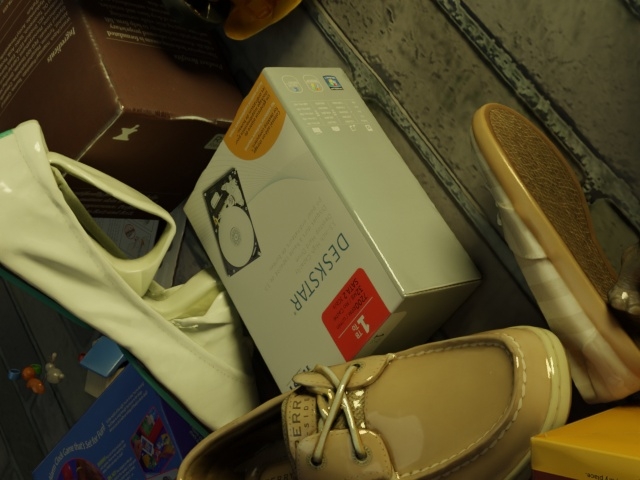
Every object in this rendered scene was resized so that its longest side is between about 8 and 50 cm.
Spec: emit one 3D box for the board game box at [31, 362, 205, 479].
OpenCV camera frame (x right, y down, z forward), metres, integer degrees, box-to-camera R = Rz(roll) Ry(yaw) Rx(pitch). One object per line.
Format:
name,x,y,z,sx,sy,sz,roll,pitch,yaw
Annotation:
board game box,-0.196,0.292,1.107,0.347,0.078,0.233,-45,63,43

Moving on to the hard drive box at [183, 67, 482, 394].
hard drive box,0.000,0.000,0.830,0.232,0.089,0.181,58,134,25

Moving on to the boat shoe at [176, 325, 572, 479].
boat shoe,0.022,0.146,0.706,0.341,0.110,0.121,-35,42,39

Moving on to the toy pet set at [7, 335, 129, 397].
toy pet set,-0.274,0.136,1.150,0.114,0.122,0.065,20,106,29

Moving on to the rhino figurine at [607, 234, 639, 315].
rhino figurine,0.275,0.028,0.530,0.243,0.073,0.106,28,119,42

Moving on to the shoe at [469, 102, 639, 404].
shoe,0.152,0.007,0.665,0.058,0.076,0.219,-42,67,38

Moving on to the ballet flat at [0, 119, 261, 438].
ballet flat,-0.153,0.048,0.884,0.139,0.400,0.139,-32,31,22

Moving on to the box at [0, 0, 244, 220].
box,-0.203,-0.148,0.962,0.167,0.168,0.203,-39,65,33

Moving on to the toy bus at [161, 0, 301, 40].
toy bus,-0.104,-0.313,0.855,0.149,0.220,0.211,-31,41,34

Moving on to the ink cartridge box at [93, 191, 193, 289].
ink cartridge box,-0.229,-0.044,1.133,0.225,0.056,0.181,28,117,23

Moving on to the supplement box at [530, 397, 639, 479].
supplement box,0.235,0.205,0.558,0.191,0.129,0.194,1,96,49
